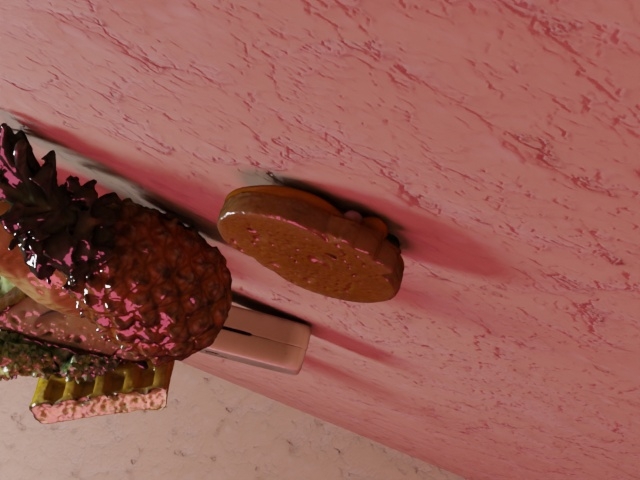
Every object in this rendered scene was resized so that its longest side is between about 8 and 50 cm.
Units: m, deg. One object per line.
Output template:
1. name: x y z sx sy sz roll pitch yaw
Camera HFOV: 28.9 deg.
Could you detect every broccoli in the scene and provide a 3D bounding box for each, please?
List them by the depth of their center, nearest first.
1. broccoli: -0.491 0.125 2.076 0.375 0.249 0.302 27 172 6

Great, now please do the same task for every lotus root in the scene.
1. lotus root: -0.365 0.101 1.940 0.260 0.170 0.074 22 -157 -19

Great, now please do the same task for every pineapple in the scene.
1. pineapple: -0.246 -0.001 1.309 0.169 0.169 0.340 10 157 46

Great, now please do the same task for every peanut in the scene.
1. peanut: -0.343 0.001 1.543 0.147 0.148 0.319 16 162 30

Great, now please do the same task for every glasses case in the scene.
1. glasses case: -0.172 0.124 1.800 0.312 0.070 0.131 14 170 -1

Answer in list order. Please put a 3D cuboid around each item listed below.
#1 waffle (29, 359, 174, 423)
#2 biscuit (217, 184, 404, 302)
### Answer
1. waffle: -0.372 0.219 2.186 0.247 0.221 0.055 -9 124 7
2. biscuit: 0.001 -0.004 1.066 0.170 0.050 0.170 18 160 7
